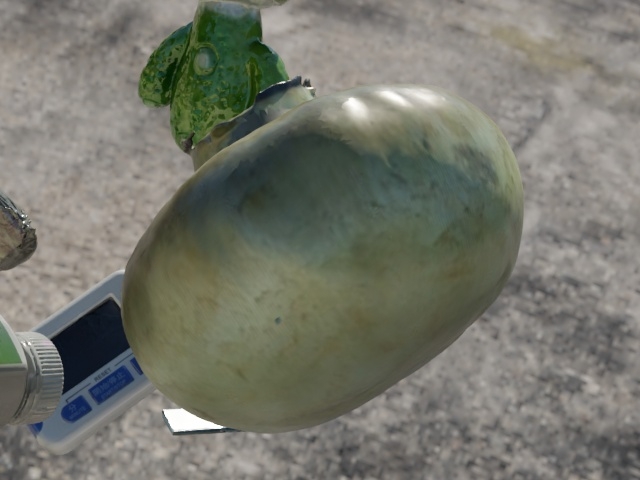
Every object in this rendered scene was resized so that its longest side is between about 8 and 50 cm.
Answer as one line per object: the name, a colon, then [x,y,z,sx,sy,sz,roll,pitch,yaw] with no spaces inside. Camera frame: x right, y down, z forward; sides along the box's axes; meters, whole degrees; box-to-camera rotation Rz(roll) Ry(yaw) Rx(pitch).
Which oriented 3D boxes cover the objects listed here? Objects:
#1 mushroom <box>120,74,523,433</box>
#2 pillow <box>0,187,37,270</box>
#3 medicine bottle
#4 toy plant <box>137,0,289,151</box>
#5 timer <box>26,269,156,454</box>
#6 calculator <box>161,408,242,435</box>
mushroom: [0.000,0.000,1.112,0.352,0.352,0.260,-19,76,-55]
pillow: [-0.489,-0.068,1.909,0.255,0.169,0.059,46,55,-8]
medicine bottle: [-0.333,0.129,1.254,0.188,0.132,0.088,2,43,-50]
toy plant: [-0.128,-0.258,1.772,0.224,0.315,0.184,9,3,25]
timer: [-0.328,0.176,1.993,0.253,0.078,0.178,-35,69,-13]
calculator: [-0.137,0.251,1.943,0.172,0.018,0.057,1,28,-29]
